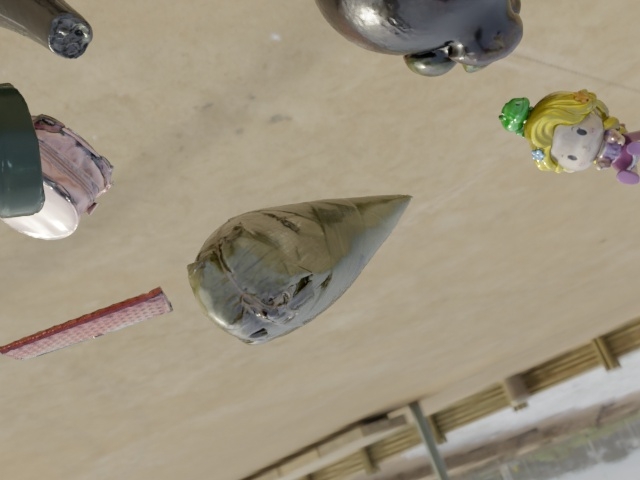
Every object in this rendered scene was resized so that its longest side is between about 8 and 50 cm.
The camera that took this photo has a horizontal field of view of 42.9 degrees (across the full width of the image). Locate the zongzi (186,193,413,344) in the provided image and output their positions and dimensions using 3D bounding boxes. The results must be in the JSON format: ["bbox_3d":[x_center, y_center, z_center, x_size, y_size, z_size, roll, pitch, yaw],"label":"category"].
[{"bbox_3d":[0.000,0.000,0.902,0.300,0.145,0.274,-30,177,-8],"label":"zongzi"}]

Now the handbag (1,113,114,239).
[{"bbox_3d":[-0.460,-0.105,1.345,0.179,0.116,0.205,-25,126,39],"label":"handbag"}]

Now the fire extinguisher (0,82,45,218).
[{"bbox_3d":[-0.340,-0.045,0.498,0.311,0.114,0.095,-12,143,-32],"label":"fire extinguisher"}]

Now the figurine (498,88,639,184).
[{"bbox_3d":[0.270,-0.119,0.882,0.156,0.095,0.115,14,-161,7],"label":"figurine"}]

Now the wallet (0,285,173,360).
[{"bbox_3d":[-0.278,0.104,0.987,0.196,0.020,0.103,-19,166,-10],"label":"wallet"}]

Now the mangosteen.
[{"bbox_3d":[0.132,-0.354,1.029,0.296,0.314,0.297,-28,173,-4],"label":"mangosteen"}]

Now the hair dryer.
[{"bbox_3d":[-0.398,-0.351,0.841,0.120,0.303,0.359,-43,143,-10],"label":"hair dryer"}]
